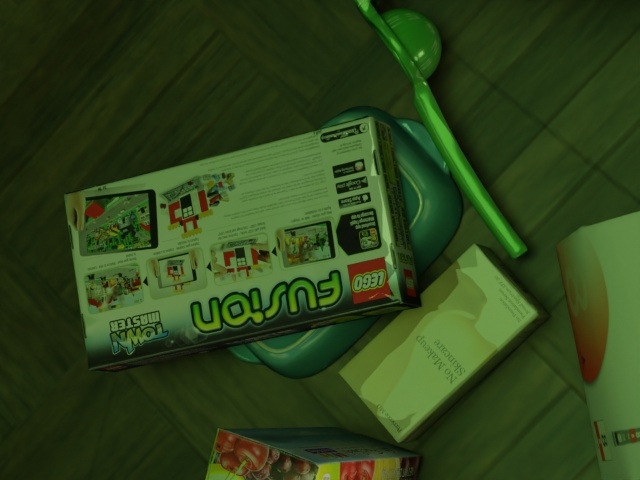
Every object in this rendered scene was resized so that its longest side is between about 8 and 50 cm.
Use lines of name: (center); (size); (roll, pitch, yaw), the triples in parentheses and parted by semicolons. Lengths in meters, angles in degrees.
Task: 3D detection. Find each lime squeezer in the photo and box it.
lime squeezer: (0.072, -0.143, 1.064); (0.110, 0.059, 0.310); (2, 84, -11)

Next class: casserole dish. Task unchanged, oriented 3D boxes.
casserole dish: (0.000, 0.000, 1.077); (0.188, 0.037, 0.114); (-46, 73, 11)

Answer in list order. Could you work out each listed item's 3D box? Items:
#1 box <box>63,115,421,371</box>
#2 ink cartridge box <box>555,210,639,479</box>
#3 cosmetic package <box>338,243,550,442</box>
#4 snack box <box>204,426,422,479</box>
box: (-0.050, 0.005, 1.054); (0.207, 0.036, 0.114); (-12, 80, 19)
ink cartridge box: (0.174, 0.057, 0.938); (0.045, 0.179, 0.145); (-10, 82, -2)
cosmetic package: (0.074, 0.062, 1.043); (0.115, 0.041, 0.060); (-45, 74, 10)
snack box: (-0.023, 0.213, 0.994); (0.070, 0.174, 0.207); (17, 92, 22)
